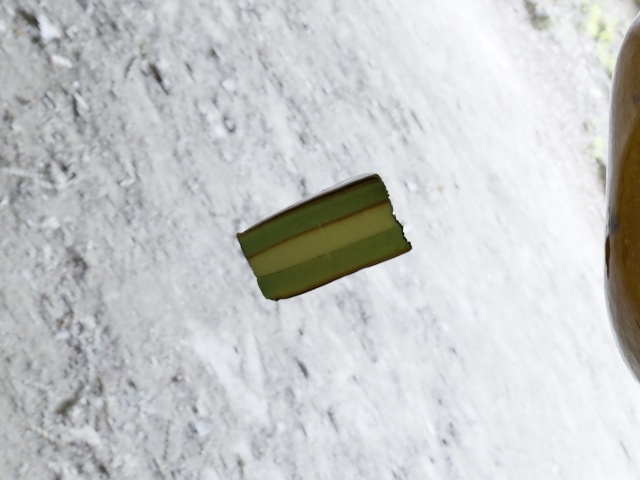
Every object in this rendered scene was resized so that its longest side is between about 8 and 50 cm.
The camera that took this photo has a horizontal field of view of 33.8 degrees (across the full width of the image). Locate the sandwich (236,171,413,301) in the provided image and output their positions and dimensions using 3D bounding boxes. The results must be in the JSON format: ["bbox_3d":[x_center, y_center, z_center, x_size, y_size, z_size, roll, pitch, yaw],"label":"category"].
[{"bbox_3d":[0.000,0.000,1.369,0.117,0.187,0.144,65,-9,-4],"label":"sandwich"}]

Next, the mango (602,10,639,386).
[{"bbox_3d":[0.260,-0.020,0.678,0.191,0.159,0.291,11,70,-57],"label":"mango"}]
